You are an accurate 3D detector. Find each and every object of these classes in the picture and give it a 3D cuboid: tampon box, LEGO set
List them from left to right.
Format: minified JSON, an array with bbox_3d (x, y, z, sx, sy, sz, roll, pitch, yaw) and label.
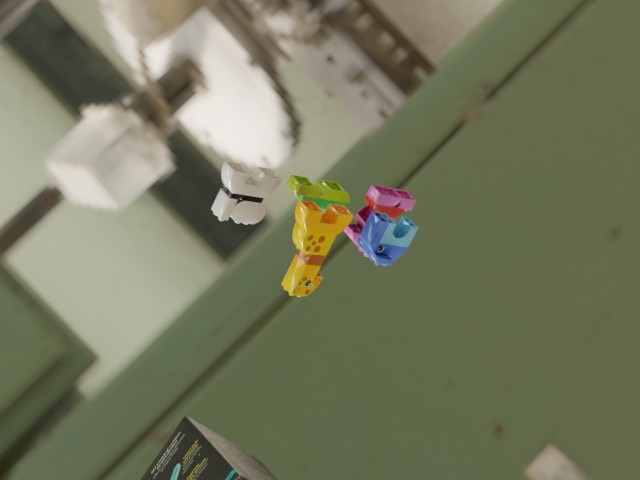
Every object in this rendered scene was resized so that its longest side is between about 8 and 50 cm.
[{"bbox_3d":[-0.096,0.256,1.825,0.101,0.120,0.161,35,180,-26],"label":"tampon box"},{"bbox_3d":[0.000,0.000,1.869,0.087,0.227,0.093,47,119,43],"label":"LEGO set"}]
